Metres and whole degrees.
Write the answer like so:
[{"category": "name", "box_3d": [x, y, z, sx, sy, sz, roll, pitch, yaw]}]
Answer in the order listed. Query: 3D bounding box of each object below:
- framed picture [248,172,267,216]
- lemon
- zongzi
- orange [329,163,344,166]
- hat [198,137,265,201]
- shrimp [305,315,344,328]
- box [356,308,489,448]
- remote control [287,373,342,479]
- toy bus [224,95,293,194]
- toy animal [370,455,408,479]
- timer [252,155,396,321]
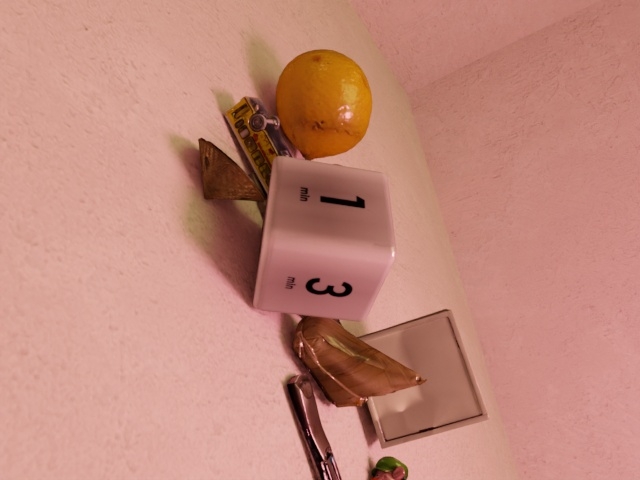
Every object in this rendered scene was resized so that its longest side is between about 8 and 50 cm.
[{"category": "framed picture", "box_3d": [-0.055, -0.051, 1.052, 0.260, 0.023, 0.189, -10, 77, -66]}, {"category": "lemon", "box_3d": [0.005, -0.327, 1.154, 0.228, 0.228, 0.254, -1, 75, -66]}, {"category": "zongzi", "box_3d": [0.063, 0.204, 0.865, 0.194, 0.197, 0.099, 55, 36, -22]}, {"category": "orange", "box_3d": [0.042, -0.123, 1.204, 0.135, 0.117, 0.136, -12, 90, -69]}, {"category": "hat", "box_3d": [-0.163, -0.091, 0.795, 0.146, 0.067, 0.146, 40, -10, 8]}, {"category": "shrimp", "box_3d": [0.015, 0.094, 1.004, 0.262, 0.051, 0.198, 54, 40, -34]}, {"category": "box", "box_3d": [0.206, 0.286, 1.049, 0.117, 0.224, 0.225, 34, 38, -78]}, {"category": "remote control", "box_3d": [-0.006, 0.327, 0.817, 0.059, 0.028, 0.212, -10, 80, -66]}, {"category": "toy bus", "box_3d": [-0.095, -0.168, 0.959, 0.226, 0.074, 0.081, 61, 24, -3]}, {"category": "toy animal", "box_3d": [0.137, 0.500, 0.898, 0.103, 0.100, 0.208, 26, 16, -2]}, {"category": "timer", "box_3d": [0.000, 0.000, 0.812, 0.192, 0.194, 0.194, 106, -12, -47]}]
